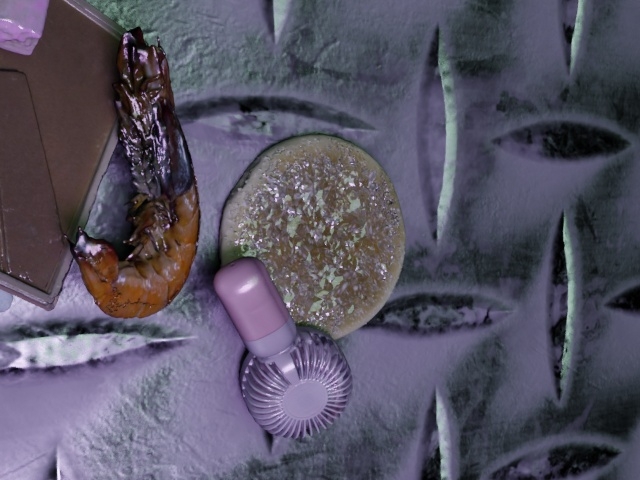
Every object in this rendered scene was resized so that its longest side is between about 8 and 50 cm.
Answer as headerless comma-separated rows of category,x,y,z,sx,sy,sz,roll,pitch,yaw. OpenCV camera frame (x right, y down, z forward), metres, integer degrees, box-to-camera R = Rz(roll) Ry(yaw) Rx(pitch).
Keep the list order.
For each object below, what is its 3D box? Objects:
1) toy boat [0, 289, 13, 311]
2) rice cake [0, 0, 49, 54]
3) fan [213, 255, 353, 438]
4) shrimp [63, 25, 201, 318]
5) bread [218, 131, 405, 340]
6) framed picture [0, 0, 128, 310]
toy boat,-0.340,-0.042,0.794,0.155,0.085,0.227,-44,114,-20
rice cake,-0.286,-0.316,0.789,0.106,0.050,0.298,17,67,-31
fan,-0.048,0.122,0.962,0.130,0.074,0.244,-27,118,-5
shrimp,-0.186,-0.056,0.826,0.222,0.054,0.290,-47,138,-62
bread,0.000,0.000,1.026,0.267,0.040,0.267,-2,94,-30
framed picture,-0.294,-0.121,0.784,0.232,0.024,0.315,34,57,-34
